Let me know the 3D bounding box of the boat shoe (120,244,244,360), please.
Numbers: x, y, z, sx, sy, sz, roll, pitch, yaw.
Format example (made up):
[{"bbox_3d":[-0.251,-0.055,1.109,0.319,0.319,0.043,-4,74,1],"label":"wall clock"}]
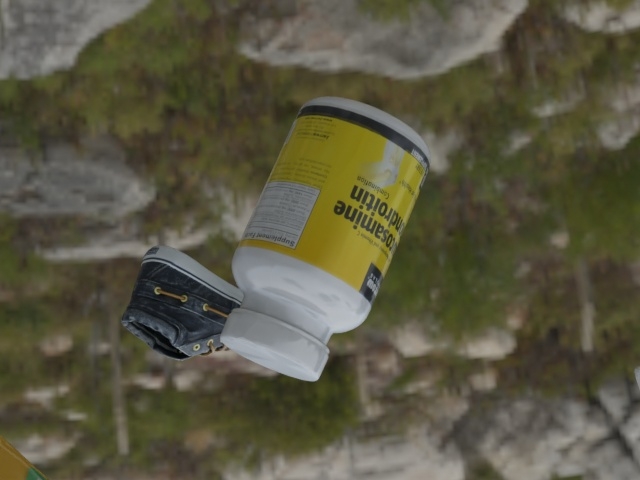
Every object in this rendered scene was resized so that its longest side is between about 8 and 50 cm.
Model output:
[{"bbox_3d":[-0.099,0.084,1.371,0.183,0.083,0.065,31,152,-18],"label":"boat shoe"}]

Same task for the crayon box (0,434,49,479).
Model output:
[{"bbox_3d":[-0.322,0.244,1.314,0.083,0.203,0.323,-42,104,9],"label":"crayon box"}]

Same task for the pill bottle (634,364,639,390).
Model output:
[{"bbox_3d":[0.416,0.259,1.300,0.204,0.361,0.204,-17,174,-2],"label":"pill bottle"}]

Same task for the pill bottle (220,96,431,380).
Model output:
[{"bbox_3d":[0.000,0.000,1.029,0.103,0.184,0.103,22,166,6],"label":"pill bottle"}]
